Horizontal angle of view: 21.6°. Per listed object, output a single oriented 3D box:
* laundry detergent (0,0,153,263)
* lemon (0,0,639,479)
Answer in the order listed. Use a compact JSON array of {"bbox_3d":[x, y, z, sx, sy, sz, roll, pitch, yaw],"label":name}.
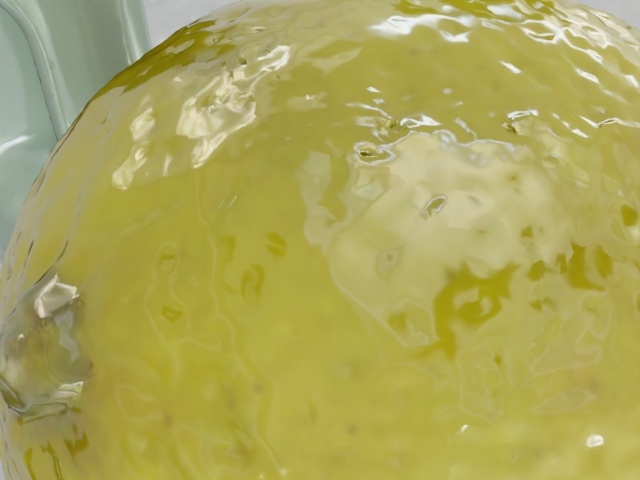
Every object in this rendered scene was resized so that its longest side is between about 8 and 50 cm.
[{"bbox_3d":[-0.157,-0.167,0.798,0.124,0.398,0.264,-22,55,-18],"label":"laundry detergent"},{"bbox_3d":[0.032,0.039,0.527,0.267,0.267,0.267,15,54,-22],"label":"lemon"}]
